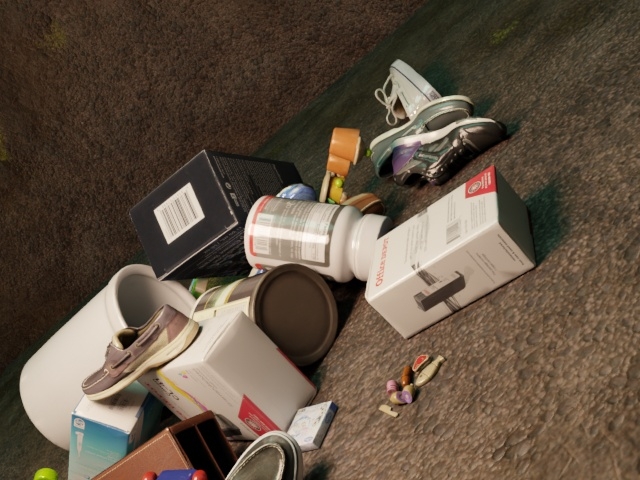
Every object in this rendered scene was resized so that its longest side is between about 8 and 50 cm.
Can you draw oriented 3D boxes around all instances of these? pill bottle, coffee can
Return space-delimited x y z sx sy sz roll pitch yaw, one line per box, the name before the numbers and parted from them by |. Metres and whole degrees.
pill bottle | 0.000 0.000 1.667 0.283 0.161 0.161 8 43 20
coffee can | -0.125 0.170 1.663 0.275 0.201 0.202 -19 30 52

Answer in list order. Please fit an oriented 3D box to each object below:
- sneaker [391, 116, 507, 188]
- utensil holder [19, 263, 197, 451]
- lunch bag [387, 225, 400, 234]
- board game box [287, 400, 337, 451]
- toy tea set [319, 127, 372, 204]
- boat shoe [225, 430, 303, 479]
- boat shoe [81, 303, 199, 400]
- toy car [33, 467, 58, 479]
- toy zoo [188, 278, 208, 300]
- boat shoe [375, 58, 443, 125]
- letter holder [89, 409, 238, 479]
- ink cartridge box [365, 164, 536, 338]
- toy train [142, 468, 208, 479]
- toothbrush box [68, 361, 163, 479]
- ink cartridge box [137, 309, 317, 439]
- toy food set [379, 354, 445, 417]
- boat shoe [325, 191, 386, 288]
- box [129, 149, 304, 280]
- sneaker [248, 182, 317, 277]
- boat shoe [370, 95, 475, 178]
sneaker | 0.289 -0.184 1.796 0.283 0.107 0.124 -13 67 39
utensil holder | -0.501 0.301 1.983 0.385 0.327 0.328 -39 18 20
lunch bag | 0.169 0.018 1.599 0.067 0.065 0.098 -6 35 25
board game box | -0.021 0.326 1.391 0.090 0.020 0.090 -25 24 43
toy tea set | 0.070 -0.136 1.887 0.336 0.124 0.200 101 -179 -76
boat shoe | -0.133 0.430 1.187 0.121 0.119 0.335 21 68 24
boat shoe | -0.355 0.206 1.512 0.285 0.092 0.103 -32 18 25
toy car | -0.628 0.641 1.805 0.188 0.148 0.155 -49 26 21
toy zoo | -0.364 0.171 2.271 0.192 0.030 0.293 -84 17 -52
boat shoe | 0.240 -0.407 2.323 0.156 0.136 0.367 -43 28 10
letter holder | -0.290 0.484 1.446 0.301 0.215 0.152 -36 -12 18
ink cartridge box | 0.223 0.021 1.400 0.272 0.114 0.197 -33 22 27
toy train | -0.241 0.458 1.219 0.105 0.144 0.248 -4 8 7
toothbrush box | -0.428 0.398 1.702 0.216 0.126 0.296 -68 -3 -53
ink cartridge box | -0.189 0.270 1.541 0.306 0.226 0.131 -22 27 51
toy food set | 0.139 0.223 1.280 0.122 0.019 0.078 -49 19 -15
boat shoe | 0.034 0.037 1.798 0.324 0.122 0.120 -46 49 -5
box | -0.238 -0.058 2.101 0.293 0.212 0.395 -34 -17 28
sneaker | -0.069 0.028 1.906 0.147 0.129 0.330 31 107 58
boat shoe | 0.253 -0.249 1.994 0.319 0.116 0.099 -27 49 39
